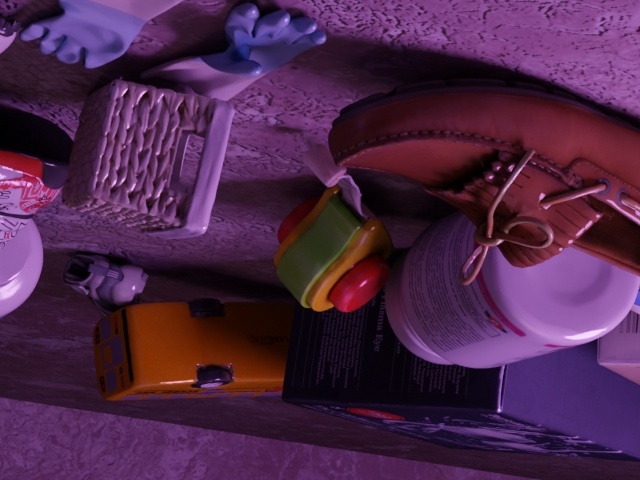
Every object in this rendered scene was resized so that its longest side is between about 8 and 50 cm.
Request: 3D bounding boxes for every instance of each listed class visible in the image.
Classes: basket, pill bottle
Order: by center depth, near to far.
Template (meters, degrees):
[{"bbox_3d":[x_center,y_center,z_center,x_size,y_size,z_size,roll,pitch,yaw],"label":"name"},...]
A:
[{"bbox_3d":[-0.149,-0.067,1.480,0.103,0.113,0.167,14,174,-15],"label":"basket"},{"bbox_3d":[0.174,0.038,1.702,0.160,0.160,0.283,11,166,-18],"label":"pill bottle"},{"bbox_3d":[-0.392,0.025,1.948,0.146,0.146,0.264,11,166,-19],"label":"pill bottle"}]

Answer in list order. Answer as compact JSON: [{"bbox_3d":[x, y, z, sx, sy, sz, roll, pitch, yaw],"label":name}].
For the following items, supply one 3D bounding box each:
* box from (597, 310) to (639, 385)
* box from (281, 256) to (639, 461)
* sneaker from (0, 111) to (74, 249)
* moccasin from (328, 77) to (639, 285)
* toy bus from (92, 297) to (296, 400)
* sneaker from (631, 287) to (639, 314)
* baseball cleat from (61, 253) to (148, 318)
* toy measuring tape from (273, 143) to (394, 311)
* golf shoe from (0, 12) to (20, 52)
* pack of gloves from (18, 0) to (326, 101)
[{"bbox_3d":[0.434,0.110,1.964,0.148,0.121,0.311,-3,163,33],"label":"box"},{"bbox_3d":[0.188,0.140,2.063,0.313,0.179,0.343,-3,164,41],"label":"box"},{"bbox_3d":[-0.353,-0.062,1.558,0.270,0.090,0.145,17,125,-47],"label":"sneaker"},{"bbox_3d":[0.176,-0.034,1.425,0.380,0.147,0.139,16,164,-34],"label":"moccasin"},{"bbox_3d":[-0.110,0.141,2.242,0.333,0.108,0.130,2,162,-34],"label":"toy bus"},{"bbox_3d":[0.287,0.022,1.819,0.152,0.058,0.084,22,150,22],"label":"sneaker"},{"bbox_3d":[-0.273,0.056,2.231,0.109,0.072,0.206,22,160,-6],"label":"baseball cleat"},{"bbox_3d":[0.000,0.000,1.707,0.121,0.121,0.330,4,167,11],"label":"toy measuring tape"},{"bbox_3d":[-0.303,-0.131,1.371,0.077,0.093,0.198,20,160,-40],"label":"golf shoe"},{"bbox_3d":[-0.117,-0.141,1.341,0.195,0.046,0.232,11,166,-23],"label":"pack of gloves"}]
